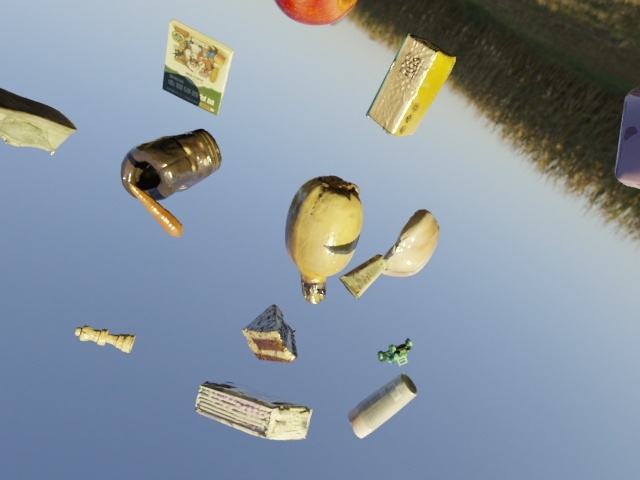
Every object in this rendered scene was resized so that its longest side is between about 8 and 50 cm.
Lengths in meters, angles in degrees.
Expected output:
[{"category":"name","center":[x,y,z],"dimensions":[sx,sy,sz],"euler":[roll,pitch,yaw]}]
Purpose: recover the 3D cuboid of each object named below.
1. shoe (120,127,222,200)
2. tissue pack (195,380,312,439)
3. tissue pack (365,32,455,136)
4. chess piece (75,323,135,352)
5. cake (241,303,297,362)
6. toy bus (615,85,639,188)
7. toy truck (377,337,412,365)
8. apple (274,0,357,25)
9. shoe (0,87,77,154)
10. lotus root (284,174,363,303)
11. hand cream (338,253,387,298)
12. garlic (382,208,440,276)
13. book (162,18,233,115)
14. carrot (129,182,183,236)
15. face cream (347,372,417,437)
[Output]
[{"category":"shoe","center":[-0.473,-0.205,1.601],"dimensions":[0.237,0.384,0.171],"euler":[-30,-74,-37]},{"category":"tissue pack","center":[-0.226,0.585,1.878],"dimensions":[0.344,0.125,0.242],"euler":[8,168,34]},{"category":"tissue pack","center":[0.273,-0.457,1.633],"dimensions":[0.134,0.270,0.192],"euler":[37,-152,19]},{"category":"chess piece","center":[-0.654,0.293,1.655],"dimensions":[0.172,0.060,0.060],"euler":[17,-154,-10]},{"category":"cake","center":[-0.144,0.279,1.481],"dimensions":[0.112,0.135,0.246],"euler":[55,-178,-12]},{"category":"toy bus","center":[0.467,-0.116,0.630],"dimensions":[0.142,0.141,0.202],"euler":[-2,-168,-21]},{"category":"toy truck","center":[0.258,0.390,1.854],"dimensions":[0.080,0.154,0.078],"euler":[-15,-107,-21]},{"category":"apple","center":[-0.012,-0.638,1.327],"dimensions":[0.201,0.218,0.218],"euler":[27,-160,20]},{"category":"shoe","center":[-0.681,-0.264,1.206],"dimensions":[0.103,0.098,0.275],"euler":[44,-165,30]},{"category":"lotus root","center":[0.000,0.000,1.307],"dimensions":[0.183,0.309,0.183],"euler":[11,-164,-3]},{"category":"hand cream","center":[0.099,0.076,1.200],"dimensions":[0.061,0.039,0.143],"euler":[51,-135,6]},{"category":"garlic","center":[0.278,0.034,1.643],"dimensions":[0.110,0.228,0.217],"euler":[48,-175,25]},{"category":"book","center":[-0.387,-0.529,1.700],"dimensions":[0.202,0.264,0.027],"euler":[26,-127,-5]},{"category":"carrot","center":[-0.431,-0.081,1.434],"dimensions":[0.216,0.048,0.048],"euler":[55,-178,-45]},{"category":"face cream","center":[0.211,0.572,1.903],"dimensions":[0.073,0.269,0.107],"euler":[25,-151,-44]}]
